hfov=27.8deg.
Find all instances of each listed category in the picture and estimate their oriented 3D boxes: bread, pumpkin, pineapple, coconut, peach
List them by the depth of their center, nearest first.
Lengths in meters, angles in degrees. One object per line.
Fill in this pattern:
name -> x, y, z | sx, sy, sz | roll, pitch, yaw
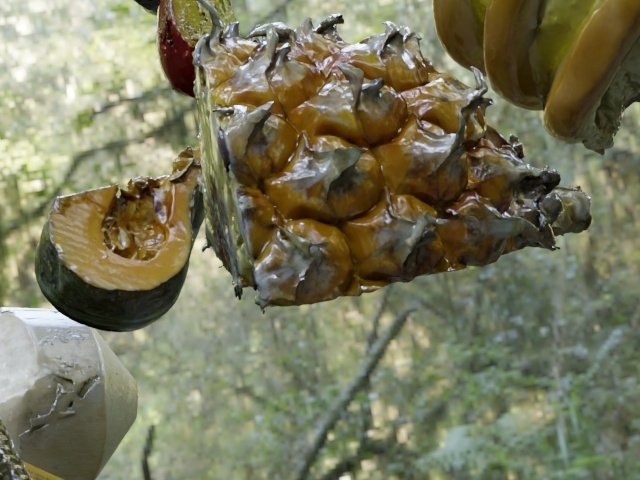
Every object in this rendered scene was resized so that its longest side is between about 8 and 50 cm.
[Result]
pineapple -> 0.052, -0.087, 0.929 | 0.286, 0.209, 0.344 | -9, 10, -10
bread -> 0.262, -0.258, 1.271 | 0.316, 0.270, 0.211 | -54, -7, 28
peach -> -0.144, -0.242, 1.475 | 0.092, 0.172, 0.127 | -8, 2, -13
pumpkin -> -0.248, -0.020, 1.632 | 0.190, 0.281, 0.139 | 17, -34, -4
coconut -> -0.448, 0.267, 1.999 | 0.352, 0.353, 0.352 | -11, -7, -1

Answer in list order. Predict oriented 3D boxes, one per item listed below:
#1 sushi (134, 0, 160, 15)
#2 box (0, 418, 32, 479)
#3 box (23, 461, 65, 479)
sushi -> -0.272, -0.427, 1.834 | 0.200, 0.213, 0.204 | 1, 5, -13
box -> -0.412, 0.317, 1.174 | 0.115, 0.264, 0.415 | 10, -59, -44
box -> -0.349, 0.339, 1.531 | 0.192, 0.084, 0.301 | 24, -3, -5
